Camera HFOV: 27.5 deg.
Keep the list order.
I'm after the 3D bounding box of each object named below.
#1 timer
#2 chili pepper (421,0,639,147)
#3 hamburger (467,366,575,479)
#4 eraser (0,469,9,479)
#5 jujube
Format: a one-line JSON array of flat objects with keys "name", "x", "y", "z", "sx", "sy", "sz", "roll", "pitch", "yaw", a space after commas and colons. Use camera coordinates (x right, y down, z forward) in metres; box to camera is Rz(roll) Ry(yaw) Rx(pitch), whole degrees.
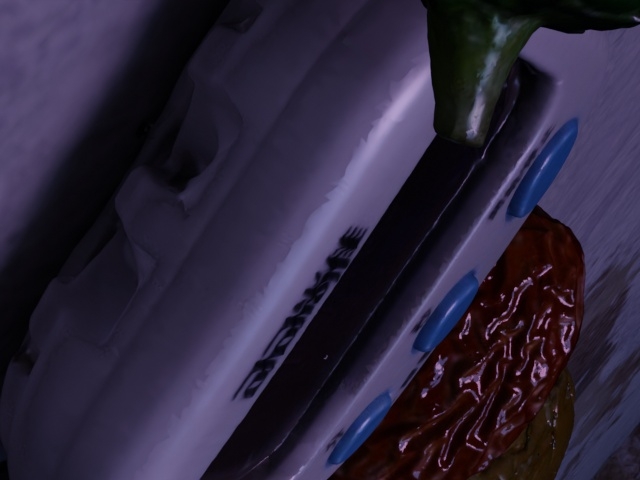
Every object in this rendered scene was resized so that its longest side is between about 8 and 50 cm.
[{"name": "timer", "x": 0.000, "y": 0.000, "z": 0.491, "sx": 0.262, "sy": 0.087, "sz": 0.237, "roll": -56, "pitch": 160, "yaw": 11}, {"name": "chili pepper", "x": 0.071, "y": -0.154, "z": 0.313, "sx": 0.270, "sy": 0.099, "sz": 0.136, "roll": -70, "pitch": 166, "yaw": 9}, {"name": "hamburger", "x": 0.078, "y": 0.182, "z": 0.896, "sx": 0.265, "sy": 0.134, "sz": 0.285, "roll": -31, "pitch": 153, "yaw": -40}, {"name": "eraser", "x": -0.142, "y": 0.152, "z": 0.409, "sx": 0.352, "sy": 0.111, "sz": 0.077, "roll": -8, "pitch": 131, "yaw": -62}, {"name": "jujube", "x": 0.058, "y": 0.055, "z": 0.653, "sx": 0.109, "sy": 0.112, "sz": 0.176, "roll": 24, "pitch": 101, "yaw": -25}]
